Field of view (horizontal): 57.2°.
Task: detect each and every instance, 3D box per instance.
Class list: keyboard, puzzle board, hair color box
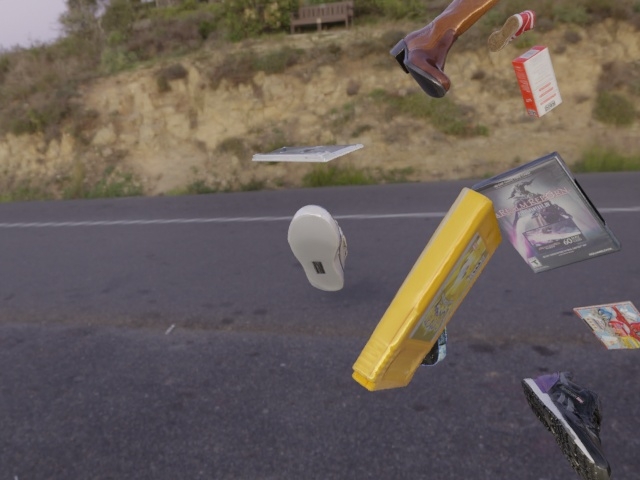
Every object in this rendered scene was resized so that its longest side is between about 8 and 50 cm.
[{"bbox_3d":[-0.030,-0.141,0.950,0.072,0.014,0.256,-18,16,-27],"label":"keyboard"},{"bbox_3d":[0.510,0.149,1.005,0.096,0.128,0.011,-19,36,47],"label":"puzzle board"},{"bbox_3d":[0.492,-0.360,1.332,0.072,0.141,0.043,-34,29,-7],"label":"hair color box"}]

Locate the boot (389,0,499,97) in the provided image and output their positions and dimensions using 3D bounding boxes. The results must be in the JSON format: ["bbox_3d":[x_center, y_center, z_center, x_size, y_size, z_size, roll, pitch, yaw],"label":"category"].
[{"bbox_3d":[0.324,-0.479,1.378,0.280,0.096,0.264,-38,31,12],"label":"boot"}]

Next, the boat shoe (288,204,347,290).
[{"bbox_3d":[0.000,0.000,1.074,0.095,0.258,0.084,7,59,8],"label":"boat shoe"}]

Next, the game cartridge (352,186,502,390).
[{"bbox_3d":[0.183,0.096,0.947,0.053,0.323,0.285,31,1,23],"label":"game cartridge"}]

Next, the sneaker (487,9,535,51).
[{"bbox_3d":[0.416,-0.453,1.272,0.067,0.042,0.118,-27,-4,-20],"label":"sneaker"}]

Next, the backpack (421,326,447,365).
[{"bbox_3d":[0.282,0.265,1.537,0.105,0.114,0.084,-2,5,39],"label":"backpack"}]

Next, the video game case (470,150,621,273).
[{"bbox_3d":[0.478,-0.048,1.248,0.196,0.274,0.026,-23,30,43],"label":"video game case"}]

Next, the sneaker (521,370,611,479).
[{"bbox_3d":[0.518,0.350,1.173,0.124,0.107,0.283,-20,25,2],"label":"sneaker"}]
